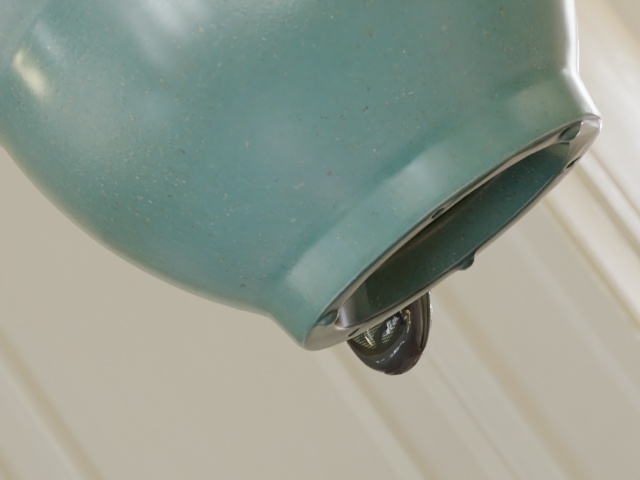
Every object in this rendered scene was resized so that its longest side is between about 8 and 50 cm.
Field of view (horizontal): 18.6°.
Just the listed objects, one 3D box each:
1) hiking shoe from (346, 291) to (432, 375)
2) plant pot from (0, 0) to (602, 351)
[{"bbox_3d":[0.000,0.000,1.447,0.086,0.227,0.114,-38,-23,34],"label":"hiking shoe"},{"bbox_3d":[0.005,-0.074,0.907,0.293,0.196,0.293,-35,-13,-9],"label":"plant pot"}]
